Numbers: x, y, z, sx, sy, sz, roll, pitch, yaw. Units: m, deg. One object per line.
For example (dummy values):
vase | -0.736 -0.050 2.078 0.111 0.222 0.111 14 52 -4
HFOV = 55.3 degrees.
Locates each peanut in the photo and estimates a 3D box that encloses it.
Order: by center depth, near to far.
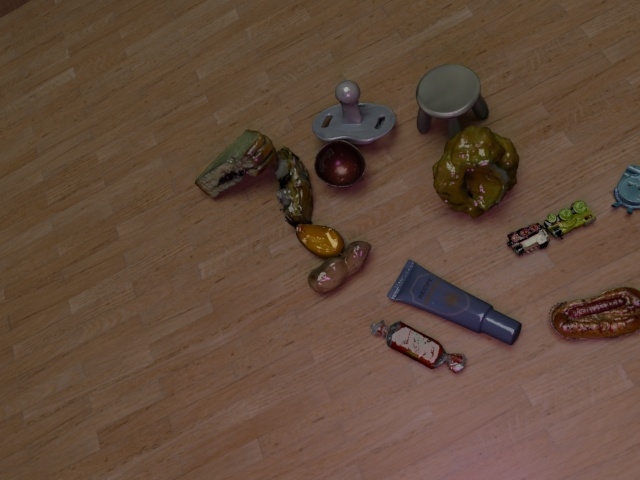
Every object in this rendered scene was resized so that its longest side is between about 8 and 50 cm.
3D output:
peanut | 0.064 0.081 1.885 0.228 0.104 0.086 -35 54 -1

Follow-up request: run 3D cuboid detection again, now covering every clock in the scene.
clock | 0.893 -0.136 1.741 0.108 0.045 0.147 33 81 28

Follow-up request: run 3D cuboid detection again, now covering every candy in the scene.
candy | 0.274 0.299 1.749 0.292 0.059 0.086 26 81 26

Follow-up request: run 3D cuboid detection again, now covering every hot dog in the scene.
hot dog | 0.743 0.199 1.633 0.252 0.069 0.131 -13 65 14

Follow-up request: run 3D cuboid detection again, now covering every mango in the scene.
mango | 0.000 0.000 1.956 0.187 0.066 0.101 23 87 18

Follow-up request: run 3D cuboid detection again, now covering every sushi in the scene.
sushi | -0.100 -0.185 2.035 0.131 0.139 0.291 -15 65 20

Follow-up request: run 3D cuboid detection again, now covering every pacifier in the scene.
pacifier | 0.108 -0.435 2.028 0.287 0.226 0.238 10 52 20

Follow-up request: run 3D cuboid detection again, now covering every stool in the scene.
stool | 0.410 -0.427 1.938 0.195 0.199 0.195 34 82 25

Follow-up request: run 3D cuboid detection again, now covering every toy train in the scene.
toy train | 0.662 -0.032 1.768 0.249 0.053 0.085 -26 68 6

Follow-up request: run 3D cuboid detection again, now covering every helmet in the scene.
helmet | 0.076 -0.238 2.014 0.175 0.106 0.155 17 84 20

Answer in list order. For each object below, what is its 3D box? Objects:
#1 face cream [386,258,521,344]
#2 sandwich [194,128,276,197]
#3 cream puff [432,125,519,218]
face cream | 0.382 0.184 1.752 0.385 0.086 0.136 26 77 30
sandwich | -0.290 -0.254 2.085 0.288 0.099 0.254 -44 28 -2
cream puff | 0.464 -0.188 1.776 0.282 0.282 0.185 -39 44 -1
